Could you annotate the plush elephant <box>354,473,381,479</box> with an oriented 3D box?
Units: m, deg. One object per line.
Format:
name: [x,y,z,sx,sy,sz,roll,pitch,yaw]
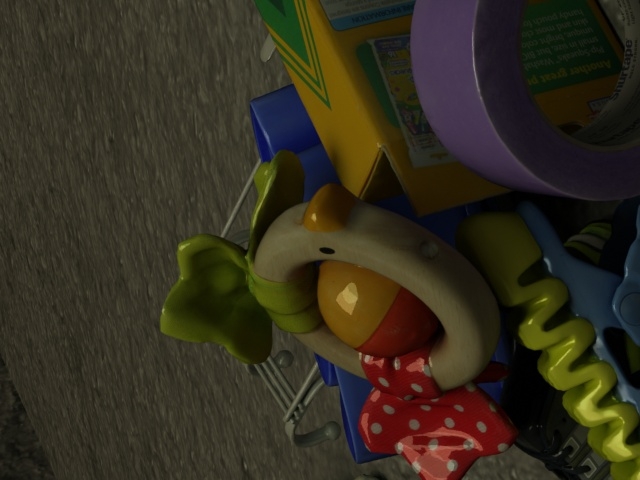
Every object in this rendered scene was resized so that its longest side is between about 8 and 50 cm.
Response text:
plush elephant: [-0.037,0.359,1.727,0.272,0.330,0.255,-41,43,51]

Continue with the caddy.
caddy: [0.069,0.008,1.314,0.241,0.179,0.341,-112,7,-58]

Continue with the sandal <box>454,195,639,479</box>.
sandal: [0.224,0.089,1.072,0.317,0.138,0.126,56,178,-7]

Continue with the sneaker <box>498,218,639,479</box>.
sneaker: [0.190,0.142,1.188,0.111,0.121,0.300,-10,95,68]

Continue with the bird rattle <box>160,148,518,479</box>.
bird rattle: [0.030,0.055,1.075,0.253,0.143,0.207,40,151,-2]

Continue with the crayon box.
crayon box: [0.076,-0.155,1.159,0.323,0.203,0.083,65,156,23]

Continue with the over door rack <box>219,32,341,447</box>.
over door rack: [0.000,0.000,1.593,0.239,0.108,0.324,52,134,43]

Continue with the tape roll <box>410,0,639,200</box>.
tape roll: [0.155,-0.119,1.015,0.080,0.189,0.189,13,116,66]
